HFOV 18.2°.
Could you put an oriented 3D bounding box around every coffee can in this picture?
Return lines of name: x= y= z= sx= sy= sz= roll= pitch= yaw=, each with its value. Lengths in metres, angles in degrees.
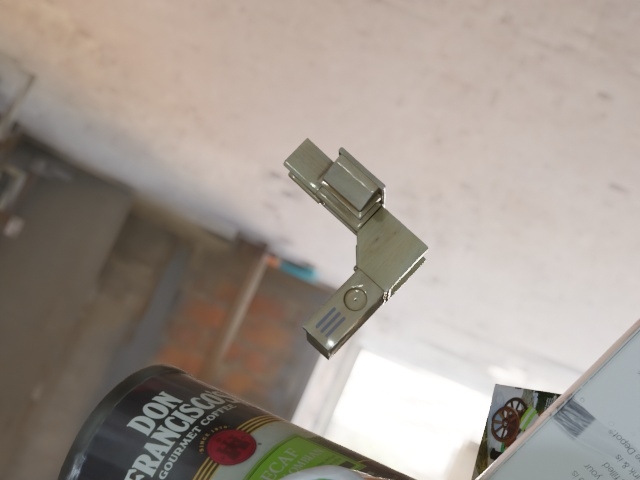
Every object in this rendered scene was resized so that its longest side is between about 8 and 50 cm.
coffee can: x=-0.054 y=0.243 z=1.635 sx=0.275 sy=0.201 sz=0.201 roll=22 pitch=163 yaw=27

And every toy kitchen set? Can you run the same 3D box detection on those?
toy kitchen set: x=0.000 y=0.000 z=0.991 sx=0.083 sy=0.075 sz=0.068 roll=43 pitch=171 yaw=9

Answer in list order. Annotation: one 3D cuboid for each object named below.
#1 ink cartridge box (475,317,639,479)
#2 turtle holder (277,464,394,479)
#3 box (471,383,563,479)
ink cartridge box: x=0.252 y=0.195 z=1.515 sx=0.207 sy=0.283 sz=0.117 roll=47 pitch=164 yaw=6
turtle holder: x=-0.013 y=0.270 z=1.177 sx=0.320 sy=0.243 sz=0.227 roll=-20 pitch=123 yaw=11
box: x=0.200 y=0.253 z=1.783 sx=0.159 sy=0.233 sz=0.044 roll=5 pitch=166 yaw=45
